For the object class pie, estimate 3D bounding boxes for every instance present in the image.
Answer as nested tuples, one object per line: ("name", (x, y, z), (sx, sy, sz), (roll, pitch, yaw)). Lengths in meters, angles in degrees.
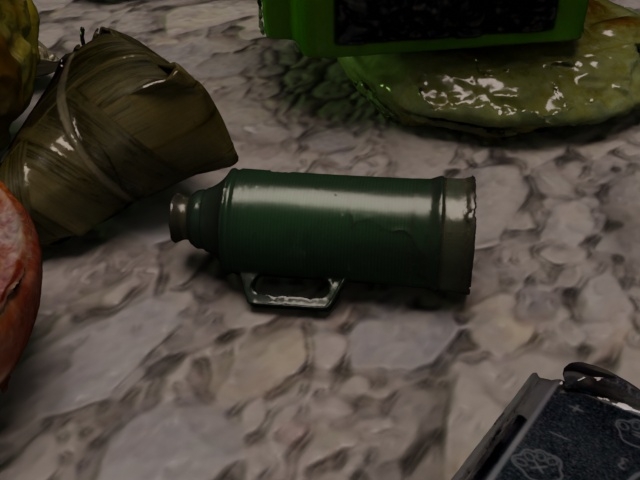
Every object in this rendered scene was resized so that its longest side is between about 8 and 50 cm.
("pie", (0.153, -0.175, 0.850), (0.306, 0.071, 0.306), (-1, 34, 0))

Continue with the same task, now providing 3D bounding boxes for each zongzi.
("zongzi", (-0.189, -0.067, 0.686), (0.204, 0.094, 0.205), (-35, 34, -9))

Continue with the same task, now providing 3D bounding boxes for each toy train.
("toy train", (0.070, -0.266, 0.789), (0.307, 0.173, 0.248), (-4, 45, -2))

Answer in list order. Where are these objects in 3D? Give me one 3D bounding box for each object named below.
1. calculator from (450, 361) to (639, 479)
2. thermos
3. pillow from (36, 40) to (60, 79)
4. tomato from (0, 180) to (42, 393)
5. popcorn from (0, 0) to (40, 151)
("calculator", (0.120, 0.140, 0.385), (0.166, 0.028, 0.274), (22, 30, 23))
("thermos", (0.001, -0.004, 0.600), (0.188, 0.083, 0.073), (4, 13, 7))
("pillow", (-0.326, -0.181, 0.854), (0.119, 0.053, 0.208), (-14, 36, -41))
("tomato", (-0.264, 0.043, 0.498), (0.237, 0.095, 0.236), (4, 35, -3))
("popcorn", (-0.295, -0.126, 0.658), (0.181, 0.216, 0.235), (-15, 2, 19))
